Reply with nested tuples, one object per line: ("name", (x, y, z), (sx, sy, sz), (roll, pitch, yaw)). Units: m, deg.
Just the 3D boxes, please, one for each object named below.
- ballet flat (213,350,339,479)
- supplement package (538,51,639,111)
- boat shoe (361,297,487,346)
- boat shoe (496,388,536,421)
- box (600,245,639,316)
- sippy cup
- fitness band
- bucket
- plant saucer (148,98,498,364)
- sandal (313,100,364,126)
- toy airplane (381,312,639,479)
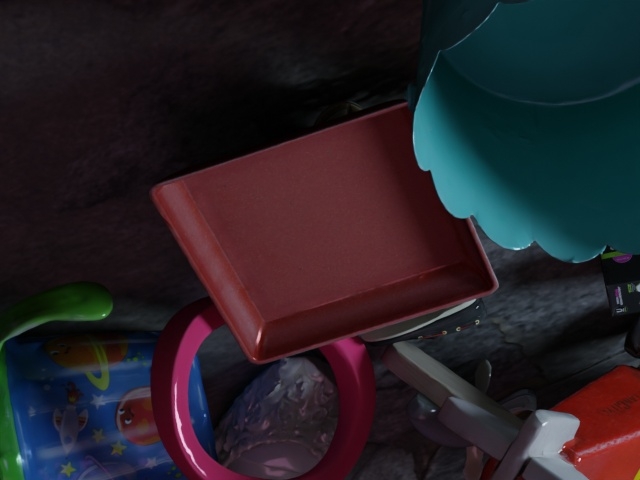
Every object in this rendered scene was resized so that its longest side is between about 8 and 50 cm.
("ballet flat", (-0.079, 0.295, 1.976), (0.147, 0.147, 0.409), (19, 131, -19))
("supplement package", (0.275, -0.145, 1.554), (0.179, 0.105, 0.105), (5, 134, -8))
("boat shoe", (0.108, 0.086, 1.825), (0.133, 0.049, 0.042), (-20, 125, 12))
("boat shoe", (0.201, 0.203, 1.957), (0.100, 0.035, 0.035), (-33, 127, 27))
("box", (0.327, 0.033, 1.767), (0.083, 0.062, 0.052), (-10, 136, 8))
("sippy cup", (-0.227, 0.192, 1.817), (0.224, 0.240, 0.305), (-10, 162, -6))
("fitness band", (-0.054, 0.163, 1.773), (0.054, 0.209, 0.291), (-8, 164, 44))
("bucket", (0.202, -0.138, 1.362), (0.281, 0.183, 0.281), (0, 133, 0))
("plant saucer", (0.007, -0.013, 1.638), (0.259, 0.048, 0.258), (-17, 132, 12))
("sandal", (0.040, -0.067, 1.667), (0.072, 0.049, 0.180), (-32, 133, 6))
("toy airplane", (0.256, 0.245, 1.750), (0.384, 0.386, 0.272), (12, 119, -10))
